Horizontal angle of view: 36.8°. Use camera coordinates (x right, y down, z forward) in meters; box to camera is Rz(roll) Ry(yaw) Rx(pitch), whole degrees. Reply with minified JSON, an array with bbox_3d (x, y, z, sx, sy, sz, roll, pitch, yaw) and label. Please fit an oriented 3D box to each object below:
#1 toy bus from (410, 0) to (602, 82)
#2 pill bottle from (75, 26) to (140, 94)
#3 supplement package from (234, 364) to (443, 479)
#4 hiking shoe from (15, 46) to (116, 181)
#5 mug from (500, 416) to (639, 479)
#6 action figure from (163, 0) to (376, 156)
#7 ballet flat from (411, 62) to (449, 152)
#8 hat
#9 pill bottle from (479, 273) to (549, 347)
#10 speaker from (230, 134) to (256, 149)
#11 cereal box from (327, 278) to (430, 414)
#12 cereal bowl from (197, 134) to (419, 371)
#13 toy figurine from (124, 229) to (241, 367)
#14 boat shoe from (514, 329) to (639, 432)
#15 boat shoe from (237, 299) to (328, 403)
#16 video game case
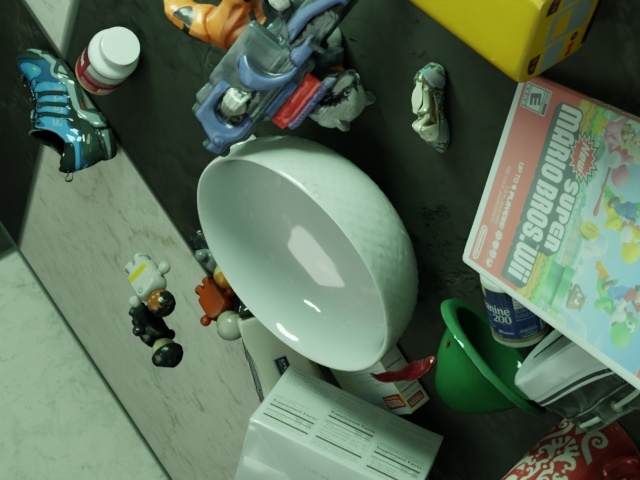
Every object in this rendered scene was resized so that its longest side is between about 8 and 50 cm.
[{"bbox_3d":[0.100,-0.285,0.838,0.332,0.130,0.108,44,150,24],"label":"toy bus"},{"bbox_3d":[-0.358,-0.307,1.628,0.086,0.086,0.152,60,152,-6],"label":"pill bottle"},{"bbox_3d":[0.021,0.352,1.453,0.261,0.145,0.204,24,125,13],"label":"supplement package"},{"bbox_3d":[-0.537,-0.264,1.920,0.304,0.132,0.113,48,152,17],"label":"hiking shoe"},{"bbox_3d":[0.279,0.276,1.101,0.113,0.169,0.150,51,153,13],"label":"mug"},{"bbox_3d":[-0.044,-0.279,1.127,0.341,0.178,0.330,-36,94,34],"label":"action figure"},{"bbox_3d":[0.118,-0.141,1.065,0.041,0.041,0.114,33,145,39],"label":"ballet flat"},{"bbox_3d":[0.148,0.188,1.152,0.183,0.208,0.173,-44,78,17],"label":"hat"},{"bbox_3d":[0.216,0.055,1.081,0.067,0.067,0.120,22,137,49],"label":"pill bottle"},{"bbox_3d":[-0.092,-0.108,1.433,0.136,0.055,0.055,49,152,15],"label":"speaker"},{"bbox_3d":[0.053,0.163,1.491,0.240,0.047,0.173,58,152,-4],"label":"cereal box"},{"bbox_3d":[0.000,0.000,1.281,0.339,0.141,0.339,33,145,26],"label":"cereal bowl"},{"bbox_3d":[-0.240,0.108,1.741,0.148,0.213,0.210,53,151,36],"label":"toy figurine"},{"bbox_3d":[0.317,0.103,0.941,0.119,0.121,0.335,36,154,2],"label":"boat shoe"},{"bbox_3d":[-0.050,0.230,1.633,0.158,0.127,0.341,-110,5,-74],"label":"boat shoe"},{"bbox_3d":[0.244,-0.012,0.850,0.285,0.025,0.204,41,122,51],"label":"video game case"}]
